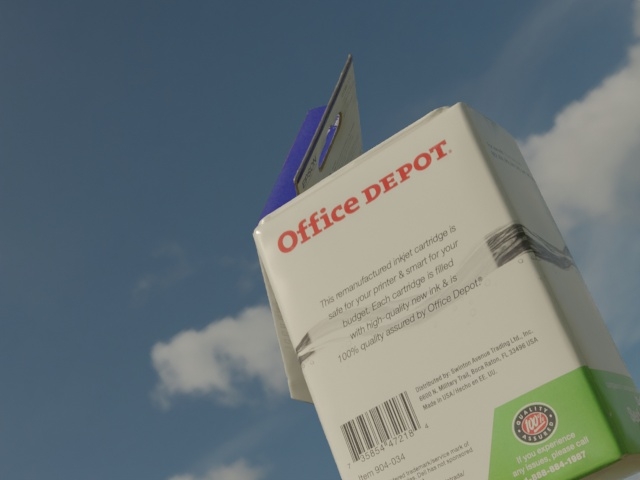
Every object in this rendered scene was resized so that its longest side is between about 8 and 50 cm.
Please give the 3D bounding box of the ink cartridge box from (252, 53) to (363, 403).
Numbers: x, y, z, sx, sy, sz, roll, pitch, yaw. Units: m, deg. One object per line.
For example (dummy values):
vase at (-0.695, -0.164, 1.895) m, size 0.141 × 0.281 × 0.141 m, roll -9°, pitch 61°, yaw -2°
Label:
ink cartridge box at (0.000, 0.000, 1.204) m, size 0.371 × 0.069 × 0.176 m, roll 84°, pitch -158°, yaw -50°

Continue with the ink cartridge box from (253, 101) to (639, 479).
ink cartridge box at (0.093, 0.070, 0.844) m, size 0.198 × 0.273 × 0.115 m, roll -31°, pitch -24°, yaw 23°
